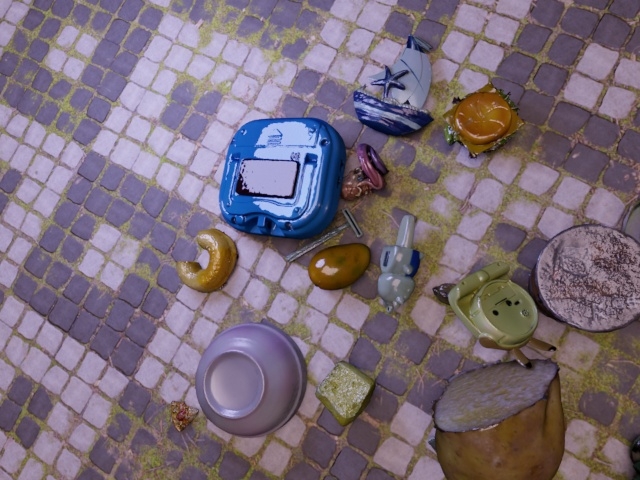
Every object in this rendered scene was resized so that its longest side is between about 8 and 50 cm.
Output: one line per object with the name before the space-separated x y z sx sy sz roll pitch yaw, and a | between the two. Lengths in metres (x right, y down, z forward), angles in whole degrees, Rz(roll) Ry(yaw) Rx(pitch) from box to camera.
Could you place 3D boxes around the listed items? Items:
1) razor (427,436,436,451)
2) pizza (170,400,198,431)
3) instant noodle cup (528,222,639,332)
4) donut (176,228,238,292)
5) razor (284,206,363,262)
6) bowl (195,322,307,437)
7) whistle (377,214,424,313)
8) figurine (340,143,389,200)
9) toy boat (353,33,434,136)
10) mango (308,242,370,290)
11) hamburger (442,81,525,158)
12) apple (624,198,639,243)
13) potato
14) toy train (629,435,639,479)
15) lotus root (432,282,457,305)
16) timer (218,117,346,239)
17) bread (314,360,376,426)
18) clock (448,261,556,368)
razor | 0.307 0.535 1.105 0.068 0.037 0.191 -36 73 10
pizza | -0.361 0.455 1.280 0.078 0.025 0.083 -23 75 11
instant noodle cup | 0.553 0.089 1.037 0.217 0.207 0.218 -2 79 12
donut | -0.306 0.059 1.311 0.146 0.078 0.181 43 93 19
razor | 0.000 -0.001 1.274 0.211 0.036 0.084 -30 95 12
bowl | -0.188 0.347 1.199 0.286 0.144 0.287 -2 81 13
whistle | 0.196 0.059 1.183 0.092 0.110 0.245 15 83 -17
figurine | 0.109 -0.157 1.243 0.114 0.126 0.157 22 116 -24
toy boat | 0.192 -0.410 1.282 0.210 0.070 0.292 0 77 8
mango | 0.049 0.066 1.220 0.163 0.089 0.111 -10 77 3
hamburger | 0.395 -0.287 1.196 0.189 0.093 0.164 -21 74 7
apple | 0.758 0.033 1.048 0.193 0.120 0.265 3 84 0
potato | 0.388 0.417 1.015 0.288 0.301 0.237 -22 92 36
toy train | 0.783 0.471 0.960 0.304 0.150 0.222 -33 85 4
lotus root | 0.315 0.129 1.165 0.099 0.049 0.054 11 58 9
timer | -0.107 -0.165 1.253 0.340 0.115 0.309 6 83 28
bread | 0.062 0.363 1.155 0.114 0.111 0.129 37 72 20
clock | 0.411 0.169 1.084 0.170 0.069 0.232 -23 66 -25
